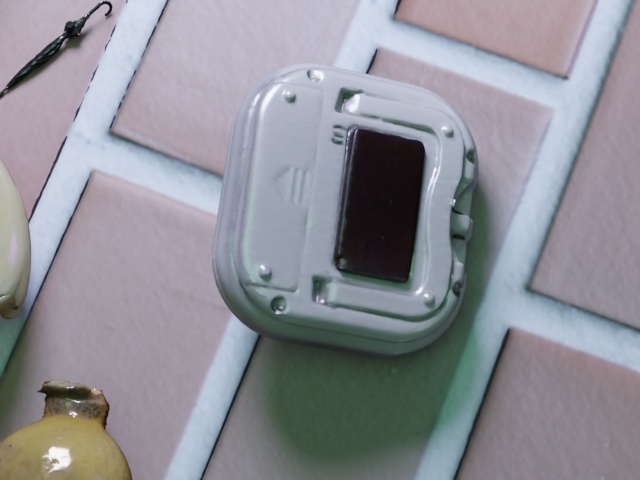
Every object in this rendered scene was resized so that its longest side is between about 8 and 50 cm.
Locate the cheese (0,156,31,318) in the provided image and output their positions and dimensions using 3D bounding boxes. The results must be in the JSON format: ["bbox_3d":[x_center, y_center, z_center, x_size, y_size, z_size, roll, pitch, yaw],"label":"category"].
[{"bbox_3d":[-0.399,-0.002,1.241,0.266,0.127,0.233,-4,69,-24],"label":"cheese"}]

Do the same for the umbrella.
[{"bbox_3d":[-0.271,-0.196,1.369,0.149,0.022,0.022,-39,51,-5],"label":"umbrella"}]

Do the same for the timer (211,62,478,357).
[{"bbox_3d":[0.028,-0.031,1.245,0.237,0.087,0.262,10,77,-13],"label":"timer"}]

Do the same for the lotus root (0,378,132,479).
[{"bbox_3d":[-0.243,0.272,1.204,0.146,0.131,0.303,5,77,4],"label":"lotus root"}]
